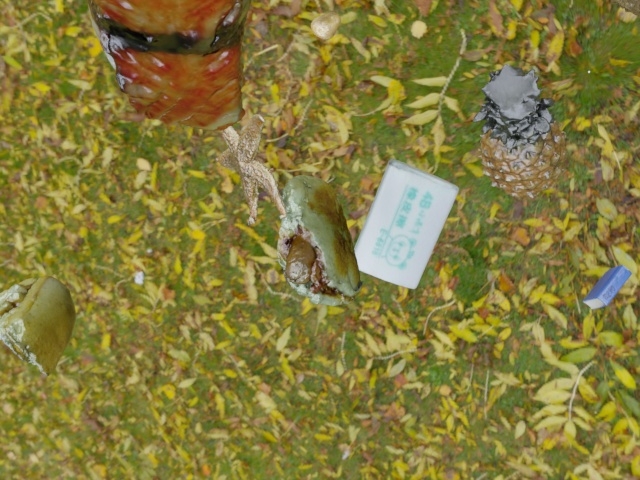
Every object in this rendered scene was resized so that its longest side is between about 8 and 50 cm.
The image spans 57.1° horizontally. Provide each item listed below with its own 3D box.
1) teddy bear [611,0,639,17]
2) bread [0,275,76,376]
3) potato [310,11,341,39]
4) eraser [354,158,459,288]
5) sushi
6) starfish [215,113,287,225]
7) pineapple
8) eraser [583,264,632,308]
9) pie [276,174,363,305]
[{"bbox_3d":[0.196,-0.117,0.280,0.119,0.160,0.078,12,101,1],"label":"teddy bear"},{"bbox_3d":[-0.399,0.111,0.840,0.156,0.110,0.103,24,149,43],"label":"bread"},{"bbox_3d":[0.016,-0.569,1.552,0.068,0.062,0.083,43,91,2],"label":"potato"},{"bbox_3d":[0.210,-0.041,1.493,0.189,0.104,0.290,19,103,-7],"label":"eraser"},{"bbox_3d":[-0.109,-0.187,0.412,0.124,0.332,0.130,-8,76,-10],"label":"sushi"},{"bbox_3d":[-0.130,-0.137,1.120,0.231,0.048,0.295,64,151,0],"label":"starfish"},{"bbox_3d":[0.338,-0.189,0.985,0.157,0.279,0.158,-9,63,18],"label":"pineapple"},{"bbox_3d":[0.546,0.089,1.120,0.027,0.063,0.085,41,79,10],"label":"eraser"},{"bbox_3d":[0.005,0.000,1.183,0.105,0.257,0.275,-21,62,28],"label":"pie"}]
